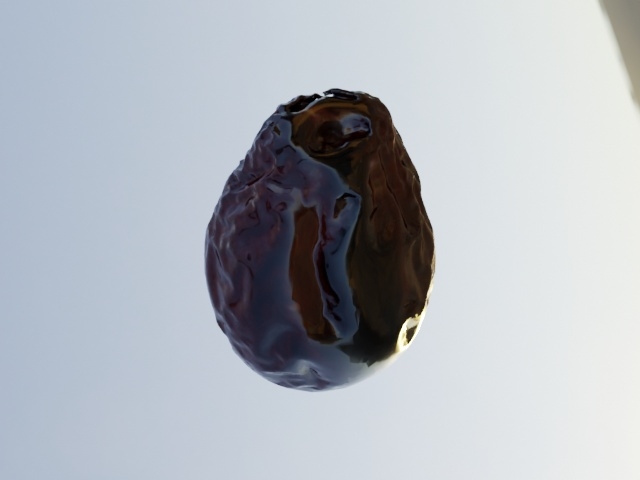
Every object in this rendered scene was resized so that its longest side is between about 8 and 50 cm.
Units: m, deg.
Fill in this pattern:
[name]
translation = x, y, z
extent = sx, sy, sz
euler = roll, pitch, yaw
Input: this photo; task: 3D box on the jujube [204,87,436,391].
[jujube]
translation = 0.000, 0.000, 0.992
extent = 0.236, 0.168, 0.168
euler = 94, 178, -45
